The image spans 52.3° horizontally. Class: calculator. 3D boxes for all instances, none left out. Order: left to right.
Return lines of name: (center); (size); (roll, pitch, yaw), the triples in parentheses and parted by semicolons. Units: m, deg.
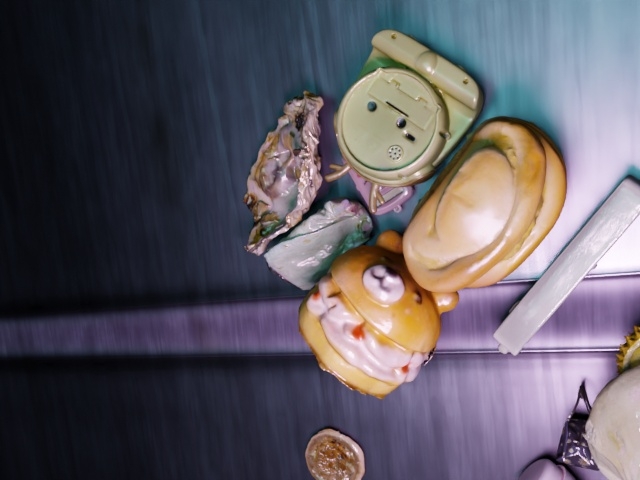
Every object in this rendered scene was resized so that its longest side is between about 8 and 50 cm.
calculator: (0.113, -0.131, 1.290); (0.100, 0.032, 0.175); (-33, 84, 27)

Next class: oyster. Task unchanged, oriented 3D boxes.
oyster: (-0.064, -0.132, 1.351); (0.355, 0.107, 0.201); (-63, 36, 27)

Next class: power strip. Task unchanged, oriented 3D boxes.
power strip: (0.426, 0.056, 1.130); (0.062, 0.091, 0.385); (41, 116, 17)

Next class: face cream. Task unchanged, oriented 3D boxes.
face cream: (0.423, 0.472, 1.200); (0.104, 0.117, 0.117); (40, 116, 6)

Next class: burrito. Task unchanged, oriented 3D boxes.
burrito: (0.000, 0.000, 1.339); (0.229, 0.144, 0.089); (-40, 36, 22)

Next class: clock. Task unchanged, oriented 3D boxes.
clock: (0.132, -0.207, 1.203); (0.235, 0.096, 0.308); (36, 104, 15)

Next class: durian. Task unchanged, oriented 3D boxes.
durian: (0.573, 0.169, 1.065); (0.146, 0.102, 0.208); (38, 114, -14)

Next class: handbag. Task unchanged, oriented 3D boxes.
handbag: (0.464, 0.330, 1.166); (0.072, 0.115, 0.139); (-2, 82, 28)

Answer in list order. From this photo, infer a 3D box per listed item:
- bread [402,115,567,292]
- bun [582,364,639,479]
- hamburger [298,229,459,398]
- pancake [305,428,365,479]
bread: (0.286, -0.048, 1.095); (0.211, 0.270, 0.316); (34, 108, 2)
bun: (0.559, 0.320, 0.995); (0.283, 0.179, 0.283); (2, 125, 3)
hamburger: (0.113, 0.127, 1.216); (0.276, 0.276, 0.237); (44, 110, 13)
pancake: (0.030, 0.492, 1.462); (0.151, 0.025, 0.152); (7, 104, 27)
